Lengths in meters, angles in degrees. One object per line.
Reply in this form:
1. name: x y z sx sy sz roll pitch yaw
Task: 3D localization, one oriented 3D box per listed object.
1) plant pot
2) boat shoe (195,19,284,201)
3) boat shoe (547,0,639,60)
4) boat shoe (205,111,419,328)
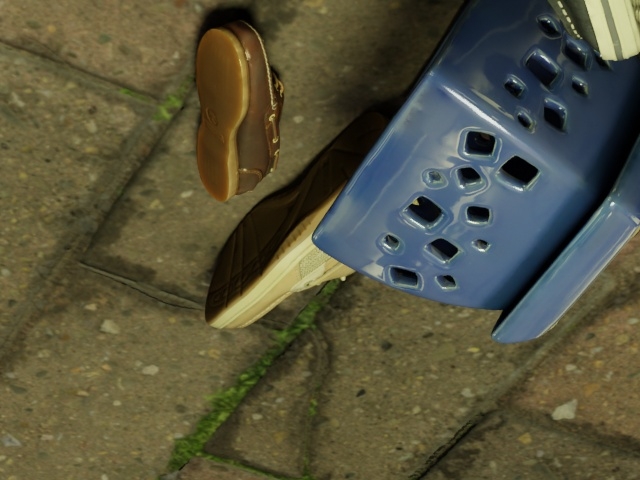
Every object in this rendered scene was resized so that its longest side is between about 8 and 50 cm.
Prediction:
1. plant pot: 0.162 -0.070 1.581 0.212 0.236 0.236 34 135 0
2. boat shoe: -0.068 -0.123 1.712 0.073 0.073 0.207 -27 151 -24
3. boat shoe: 0.110 -0.323 1.383 0.156 0.187 0.500 -14 134 28
4. boat shoe: 0.000 0.000 1.819 0.098 0.109 0.302 28 128 -25
